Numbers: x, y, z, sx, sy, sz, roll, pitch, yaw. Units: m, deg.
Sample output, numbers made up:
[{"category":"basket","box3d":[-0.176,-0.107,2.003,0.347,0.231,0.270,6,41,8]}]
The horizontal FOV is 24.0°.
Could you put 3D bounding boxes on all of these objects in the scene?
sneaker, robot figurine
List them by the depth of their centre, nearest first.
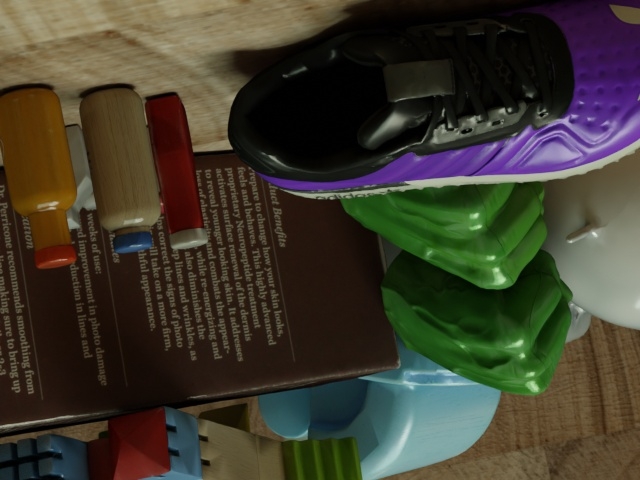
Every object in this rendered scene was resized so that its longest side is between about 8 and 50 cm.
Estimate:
[{"category":"sneaker","box3d":[0.080,-0.085,0.893,0.293,0.102,0.146,-13,172,14]},{"category":"robot figurine","box3d":[0.284,-0.022,1.262,0.300,0.200,0.353,-51,163,8]}]

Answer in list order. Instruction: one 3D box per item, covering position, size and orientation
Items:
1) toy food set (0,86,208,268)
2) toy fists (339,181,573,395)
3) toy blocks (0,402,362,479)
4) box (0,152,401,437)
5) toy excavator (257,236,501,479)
[{"category":"toy food set","box3d":[-0.134,-0.029,0.985,0.111,0.104,0.232,-11,172,-2]},{"category":"toy fists","box3d":[0.111,0.011,1.117,0.096,0.279,0.142,-42,-134,-21]},{"category":"toy blocks","box3d":[-0.189,0.219,1.183,0.381,0.190,0.261,-15,160,21]},{"category":"box","box3d":[-0.140,0.039,1.180,0.381,0.191,0.143,-6,171,-29]},{"category":"toy excavator","box3d":[0.014,0.173,1.463,0.433,0.445,0.222,4,-176,41]}]
